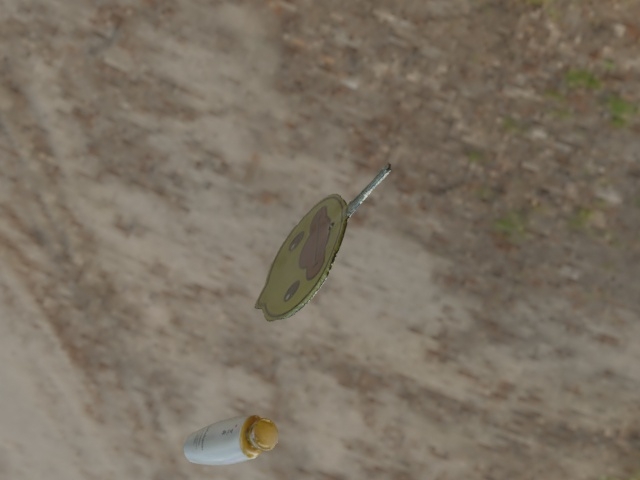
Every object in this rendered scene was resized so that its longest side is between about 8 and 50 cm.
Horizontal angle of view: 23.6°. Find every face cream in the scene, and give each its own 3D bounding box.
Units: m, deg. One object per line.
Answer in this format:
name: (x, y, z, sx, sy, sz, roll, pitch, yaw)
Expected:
face cream: (-0.134, 0.296, 2.260, 0.051, 0.072, 0.182, 34, 149, -29)

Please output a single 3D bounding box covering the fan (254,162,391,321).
fan: (0.001, 0.000, 2.290, 0.011, 0.229, 0.335, 31, 122, -20)
